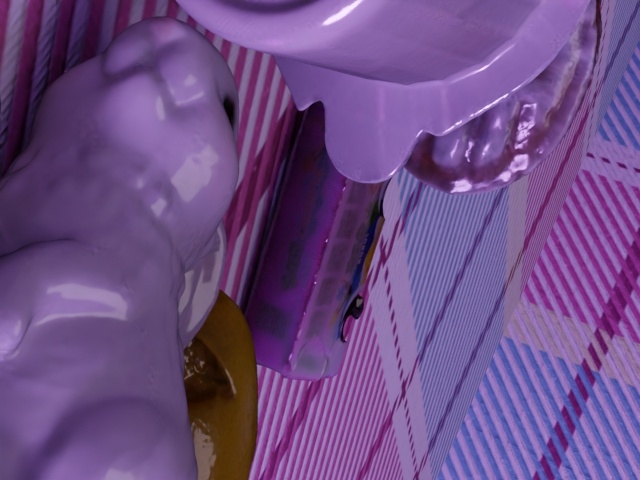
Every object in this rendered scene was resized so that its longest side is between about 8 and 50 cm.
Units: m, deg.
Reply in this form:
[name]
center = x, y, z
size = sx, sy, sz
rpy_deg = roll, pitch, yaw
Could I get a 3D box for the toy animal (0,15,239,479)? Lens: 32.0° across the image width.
[toy animal]
center = -0.132, 0.054, 0.627
size = 0.258, 0.194, 0.357
rpy_deg = 67, 38, -51

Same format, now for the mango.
[mango]
center = -0.114, 0.167, 0.855
size = 0.167, 0.130, 0.262
rpy_deg = -19, 123, -69

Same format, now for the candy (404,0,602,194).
[candy]
center = 0.170, -0.193, 1.121
size = 0.157, 0.214, 0.289
rpy_deg = -31, 139, -70

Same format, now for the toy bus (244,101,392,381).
[toy bus]
center = 0.001, 0.000, 1.052
size = 0.112, 0.090, 0.274
rpy_deg = -9, 119, -61

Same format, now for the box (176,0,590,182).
[box]
center = 0.009, -0.175, 0.656
size = 0.206, 0.262, 0.291
rpy_deg = -8, 119, -62
